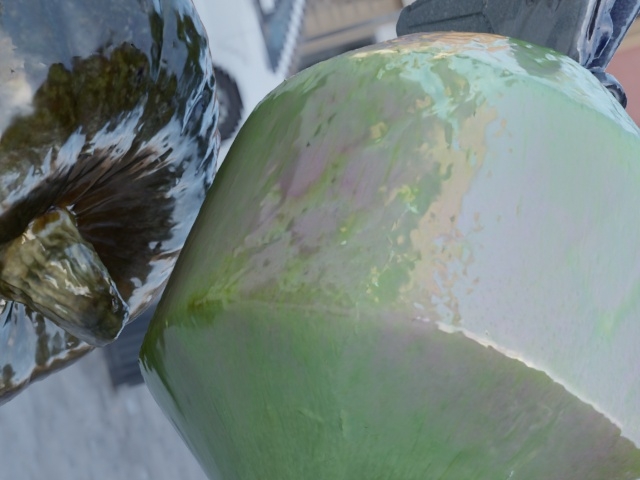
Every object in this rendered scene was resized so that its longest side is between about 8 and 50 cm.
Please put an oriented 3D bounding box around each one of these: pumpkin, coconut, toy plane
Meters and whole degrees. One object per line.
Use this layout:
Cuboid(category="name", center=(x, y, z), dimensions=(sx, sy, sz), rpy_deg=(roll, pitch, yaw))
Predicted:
Cuboid(category="pumpkin", center=(-0.151, -0.024, 0.743), dimensions=(0.189, 0.260, 0.260), rpy_deg=(52, -7, 25))
Cuboid(category="coconut", center=(0.038, 0.035, 0.644), dimensions=(0.205, 0.235, 0.236), rpy_deg=(65, 8, -57))
Cuboid(category="toy plane", center=(0.133, -0.138, 0.837), dimensions=(0.267, 0.088, 0.212), rpy_deg=(-59, -141, 30))
